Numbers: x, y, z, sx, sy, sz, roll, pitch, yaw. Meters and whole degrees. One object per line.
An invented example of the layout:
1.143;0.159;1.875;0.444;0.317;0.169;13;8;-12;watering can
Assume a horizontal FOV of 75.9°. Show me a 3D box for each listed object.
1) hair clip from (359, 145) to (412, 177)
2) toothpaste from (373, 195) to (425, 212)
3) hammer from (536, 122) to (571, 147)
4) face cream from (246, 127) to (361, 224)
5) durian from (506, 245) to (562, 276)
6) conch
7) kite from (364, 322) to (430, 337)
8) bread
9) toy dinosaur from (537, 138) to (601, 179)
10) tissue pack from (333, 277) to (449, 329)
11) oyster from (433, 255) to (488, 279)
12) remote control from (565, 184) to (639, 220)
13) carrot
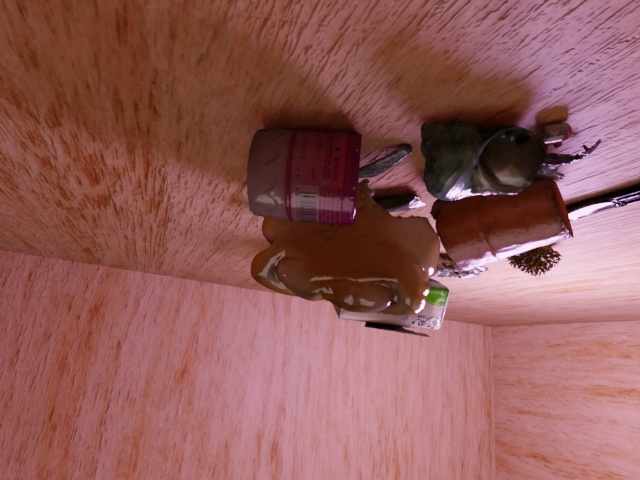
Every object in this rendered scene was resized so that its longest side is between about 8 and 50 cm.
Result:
0.091;-0.154;0.869;0.229;0.036;0.066;-9;165;42;hair clip
0.144;-0.087;1.074;0.248;0.046;0.078;-6;164;29;toothpaste
0.405;-0.176;0.709;0.053;0.031;0.083;-2;173;35;hammer
-0.025;-0.121;0.774;0.195;0.175;0.175;5;164;3;face cream
0.656;0.056;1.287;0.208;0.102;0.146;16;167;-21;durian
0.262;-0.141;0.713;0.188;0.121;0.176;10;143;-23;conch
0.294;0.334;1.615;0.315;0.011;0.335;8;-179;-32;kite
0.059;0.029;0.964;0.424;0.245;0.328;13;142;10;bread
0.424;-0.142;0.750;0.082;0.039;0.209;11;174;-6;toy dinosaur
0.260;0.220;1.677;0.405;0.205;0.332;9;-175;-5;tissue pack
0.479;0.100;1.536;0.252;0.087;0.199;5;175;-16;oyster
0.644;-0.083;0.933;0.059;0.028;0.212;12;163;-23;remote control
0.410;-0.053;0.930;0.254;0.195;0.196;-23;149;38;carrot
